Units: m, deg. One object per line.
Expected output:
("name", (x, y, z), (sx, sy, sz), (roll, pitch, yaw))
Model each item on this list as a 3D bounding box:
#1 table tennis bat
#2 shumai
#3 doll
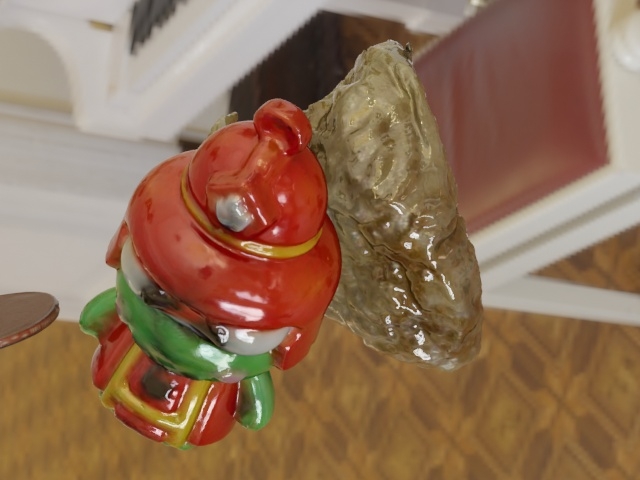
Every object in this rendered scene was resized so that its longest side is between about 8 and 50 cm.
("table tennis bat", (-0.341, 0.086, 1.395), (0.130, 0.220, 0.019), (-99, -4, -73))
("shumai", (0.000, 0.000, 1.430), (0.267, 0.262, 0.314), (-107, -1, -76))
("doll", (-0.075, 0.020, 1.227), (0.160, 0.182, 0.363), (-50, -9, -42))
